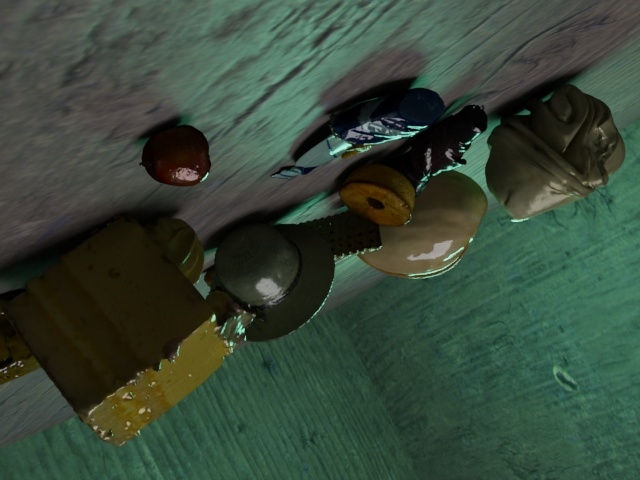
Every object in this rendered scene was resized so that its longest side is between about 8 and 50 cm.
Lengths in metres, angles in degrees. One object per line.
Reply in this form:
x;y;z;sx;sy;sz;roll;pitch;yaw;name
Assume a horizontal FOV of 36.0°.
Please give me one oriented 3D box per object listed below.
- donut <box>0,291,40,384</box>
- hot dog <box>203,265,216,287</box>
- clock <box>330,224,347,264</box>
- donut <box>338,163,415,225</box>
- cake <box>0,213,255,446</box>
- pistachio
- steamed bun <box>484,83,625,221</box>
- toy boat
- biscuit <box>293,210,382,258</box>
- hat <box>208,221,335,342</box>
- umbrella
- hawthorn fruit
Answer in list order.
-0.522;0.179;1.509;0.272;0.107;0.272;-24;171;-4;donut
-0.162;0.050;2.023;0.165;0.045;0.071;-29;170;9;hot dog
0.010;0.017;2.245;0.230;0.083;0.230;-27;169;-6;clock
0.108;-0.084;1.791;0.058;0.152;0.152;-64;-172;-24;donut
-0.253;0.109;1.380;0.286;0.227;0.222;-37;162;-13;cake
0.201;-0.036;2.059;0.308;0.230;0.230;-10;172;4;pistachio
0.449;-0.190;1.968;0.289;0.203;0.276;-25;-163;-4;steamed bun
0.036;-0.152;1.475;0.291;0.067;0.220;-20;178;41;toy boat
0.000;0.000;1.869;0.231;0.016;0.139;-14;-143;8;biscuit
-0.114;0.042;1.764;0.257;0.257;0.130;-28;138;7;hat
0.197;-0.149;1.785;0.094;0.090;0.326;4;156;-31;umbrella
-0.161;-0.094;1.106;0.077;0.077;0.077;-26;171;-4;hawthorn fruit
